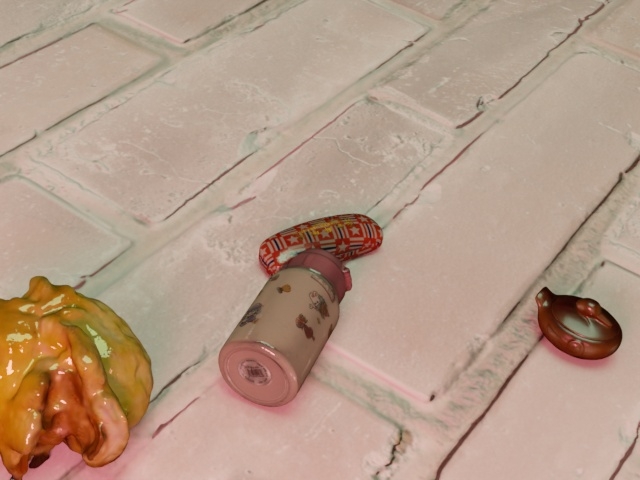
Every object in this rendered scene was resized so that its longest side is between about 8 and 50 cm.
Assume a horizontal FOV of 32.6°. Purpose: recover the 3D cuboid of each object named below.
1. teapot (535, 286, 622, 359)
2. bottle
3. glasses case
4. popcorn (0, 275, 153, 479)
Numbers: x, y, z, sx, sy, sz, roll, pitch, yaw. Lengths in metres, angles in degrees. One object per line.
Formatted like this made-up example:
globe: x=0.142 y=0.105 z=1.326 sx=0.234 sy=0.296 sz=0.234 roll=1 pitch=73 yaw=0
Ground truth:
teapot: x=0.354 y=0.108 z=1.500 sx=0.129 sy=0.078 sz=0.098 roll=32 pitch=44 yaw=25
bottle: x=-0.036 y=0.099 z=1.402 sx=0.110 sy=0.110 sz=0.233 roll=19 pitch=41 yaw=11
glasses case: x=0.000 y=0.000 z=1.576 sx=0.194 sy=0.049 sz=0.073 roll=-17 pitch=46 yaw=-29
popcorn: x=-0.296 y=0.152 z=1.231 sx=0.253 sy=0.191 sz=0.190 roll=43 pitch=23 yaw=28
